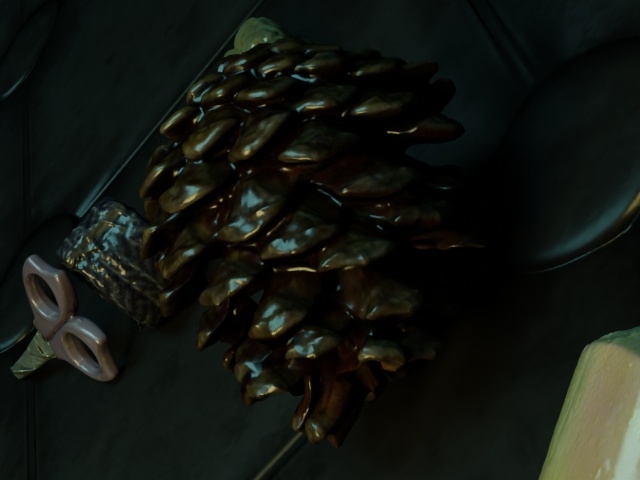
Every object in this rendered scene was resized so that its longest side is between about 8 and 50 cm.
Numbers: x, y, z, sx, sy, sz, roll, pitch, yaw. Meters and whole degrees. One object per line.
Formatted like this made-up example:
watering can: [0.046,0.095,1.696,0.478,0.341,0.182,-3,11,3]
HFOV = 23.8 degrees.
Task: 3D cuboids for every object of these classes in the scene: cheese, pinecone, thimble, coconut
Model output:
cheese: [-0.032,-0.112,1.110,0.065,0.043,0.194,-50,29,11]
pinecone: [0.002,-0.005,0.807,0.184,0.179,0.204,-51,53,34]
thimble: [-0.139,0.017,1.105,0.066,0.095,0.104,-52,-10,-9]
coconut: [0.140,0.081,0.552,0.116,0.116,0.122,16,81,62]

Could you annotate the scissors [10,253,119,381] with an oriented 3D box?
scissors: [-0.217,0.082,1.190,0.021,0.110,0.212,-33,-2,-33]
